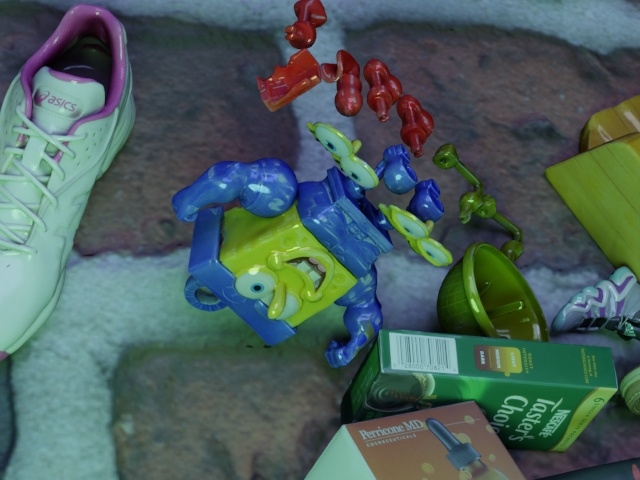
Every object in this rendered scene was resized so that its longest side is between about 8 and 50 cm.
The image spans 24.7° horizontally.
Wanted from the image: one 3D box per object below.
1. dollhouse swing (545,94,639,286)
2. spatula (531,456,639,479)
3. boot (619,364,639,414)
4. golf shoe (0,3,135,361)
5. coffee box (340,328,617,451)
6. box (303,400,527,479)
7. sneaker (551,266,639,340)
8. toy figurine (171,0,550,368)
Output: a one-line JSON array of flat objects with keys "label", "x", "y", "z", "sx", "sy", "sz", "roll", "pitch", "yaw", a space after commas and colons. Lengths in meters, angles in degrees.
[{"label": "dollhouse swing", "x": 0.441, "y": -0.096, "z": 1.212, "sx": 0.347, "sy": 0.305, "sz": 0.315, "roll": -24, "pitch": 67, "yaw": -27}, {"label": "spatula", "x": 0.270, "y": 0.171, "z": 1.096, "sx": 0.296, "sy": 0.030, "sz": 0.084, "roll": -12, "pitch": 67, "yaw": 2}, {"label": "boot", "x": 0.340, "y": 0.182, "z": 1.143, "sx": 0.213, "sy": 0.077, "sz": 0.165, "roll": 11, "pitch": 58, "yaw": -9}, {"label": "golf shoe", "x": -0.221, "y": -0.052, "z": 1.098, "sx": 0.115, "sy": 0.140, "sz": 0.306, "roll": 19, "pitch": 56, "yaw": -5}, {"label": "coffee box", "x": 0.118, "y": 0.115, "z": 1.099, "sx": 0.184, "sy": 0.113, "sz": 0.040, "roll": 6, "pitch": 55, "yaw": -14}, {"label": "box", "x": 0.084, "y": 0.210, "z": 1.008, "sx": 0.130, "sy": 0.091, "sz": 0.170, "roll": -6, "pitch": 51, "yaw": -38}, {"label": "sneaker", "x": 0.243, "y": 0.067, "z": 1.210, "sx": 0.098, "sy": 0.038, "sz": 0.069, "roll": -29, "pitch": 68, "yaw": -29}, {"label": "toy figurine", "x": 0.000, "y": 0.000, "z": 1.137, "sx": 0.362, "sy": 0.217, "sz": 0.191, "roll": 45, "pitch": 25, "yaw": -38}]
